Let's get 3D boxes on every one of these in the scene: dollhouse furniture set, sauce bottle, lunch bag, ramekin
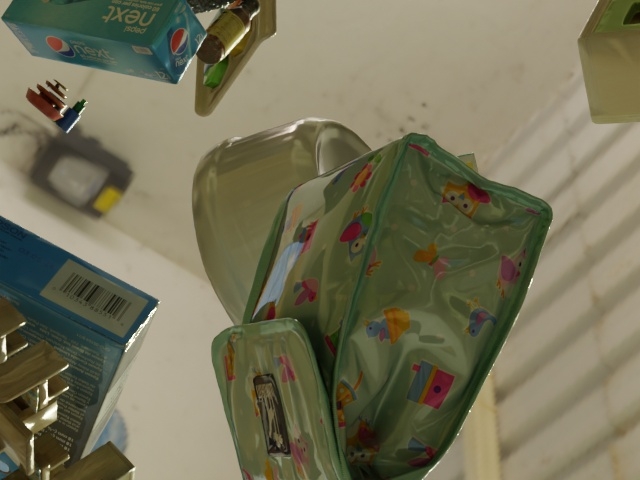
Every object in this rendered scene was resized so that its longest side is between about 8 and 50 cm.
[{"bbox_3d":[-0.340,0.232,1.383,0.161,0.242,0.212,-31,149,-34],"label":"dollhouse furniture set"},{"bbox_3d":[-0.114,-0.266,1.616,0.042,0.042,0.128,-38,-168,41],"label":"sauce bottle"},{"bbox_3d":[0.026,0.077,0.958,0.223,0.160,0.262,-18,-132,65],"label":"lunch bag"},{"bbox_3d":[0.000,0.000,1.293,0.127,0.273,0.273,-26,-146,23],"label":"ramekin"}]

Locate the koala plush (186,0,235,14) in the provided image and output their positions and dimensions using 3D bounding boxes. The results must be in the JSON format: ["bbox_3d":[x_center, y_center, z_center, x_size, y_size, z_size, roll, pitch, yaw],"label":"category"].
[{"bbox_3d":[-0.230,-0.394,1.619,0.203,0.221,0.196,-27,-147,-31],"label":"koala plush"}]

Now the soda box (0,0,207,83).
[{"bbox_3d":[-0.230,-0.226,1.360,0.210,0.067,0.071,15,-114,29],"label":"soda box"}]

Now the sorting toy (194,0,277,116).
[{"bbox_3d":[-0.138,-0.319,2.001,0.208,0.038,0.193,-44,-145,38],"label":"sorting toy"}]

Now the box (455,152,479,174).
[{"bbox_3d":[0.090,-0.042,1.688,0.060,0.244,0.100,-179,-102,-75],"label":"box"}]

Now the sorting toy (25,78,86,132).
[{"bbox_3d":[-0.292,-0.155,1.436,0.042,0.061,0.102,-50,-174,-4],"label":"sorting toy"}]

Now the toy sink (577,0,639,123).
[{"bbox_3d":[0.454,-0.240,1.588,0.234,0.131,0.153,0,-147,28],"label":"toy sink"}]

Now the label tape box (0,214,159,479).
[{"bbox_3d":[-0.367,0.155,1.580,0.334,0.240,0.106,-62,179,38],"label":"label tape box"}]
